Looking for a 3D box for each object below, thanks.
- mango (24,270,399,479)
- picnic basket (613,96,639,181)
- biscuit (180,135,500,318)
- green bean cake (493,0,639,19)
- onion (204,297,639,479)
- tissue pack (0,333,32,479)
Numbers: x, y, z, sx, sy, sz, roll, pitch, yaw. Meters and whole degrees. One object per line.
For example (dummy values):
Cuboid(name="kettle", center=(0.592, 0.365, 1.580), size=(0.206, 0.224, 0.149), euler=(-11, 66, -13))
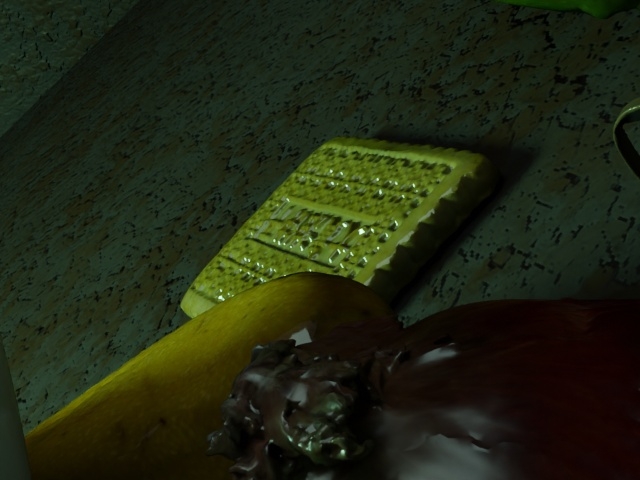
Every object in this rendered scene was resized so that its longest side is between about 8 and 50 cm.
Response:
Cuboid(name="mango", center=(-0.064, 0.116, 0.610), size=(0.295, 0.120, 0.177), euler=(-32, 14, 27))
Cuboid(name="picnic basket", center=(0.149, -0.024, 0.518), size=(0.072, 0.083, 0.072), euler=(-37, 20, 16))
Cuboid(name="biscuit", center=(0.000, 0.000, 0.855), size=(0.172, 0.029, 0.254), euler=(-48, 19, -10))
Cuboid(name="green bean cake", center=(0.159, -0.317, 0.850), size=(0.335, 0.218, 0.319), euler=(-55, 17, 18))
Cuboid(name="onion", center=(0.034, 0.089, 0.401), size=(0.230, 0.163, 0.230), euler=(-46, 12, 13))
Cuboid(name="tissue pack", center=(-0.251, 0.171, 0.534), size=(0.356, 0.194, 0.266), euler=(-40, 57, 48))
